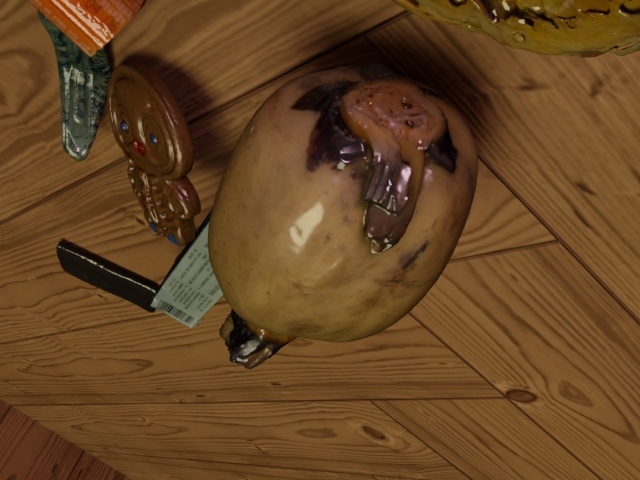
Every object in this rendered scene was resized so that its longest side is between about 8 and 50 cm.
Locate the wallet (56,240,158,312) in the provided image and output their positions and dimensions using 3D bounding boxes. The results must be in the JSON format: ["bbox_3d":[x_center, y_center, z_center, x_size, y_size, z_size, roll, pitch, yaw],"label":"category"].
[{"bbox_3d":[-0.298,0.053,1.230,0.156,0.018,0.082,24,151,4],"label":"wallet"}]

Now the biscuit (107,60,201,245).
[{"bbox_3d":[-0.153,-0.076,0.797,0.124,0.026,0.175,24,132,46],"label":"biscuit"}]

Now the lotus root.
[{"bbox_3d":[0.000,0.000,0.684,0.182,0.183,0.310,28,134,-3],"label":"lotus root"}]

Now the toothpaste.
[{"bbox_3d":[-0.106,0.008,0.923,0.067,0.081,0.336,32,152,-9],"label":"toothpaste"}]

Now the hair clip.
[{"bbox_3d":[-0.224,-0.154,0.797,0.066,0.036,0.229,21,146,3],"label":"hair clip"}]

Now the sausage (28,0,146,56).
[{"bbox_3d":[-0.231,-0.237,0.626,0.071,0.071,0.234,-9,136,48],"label":"sausage"}]

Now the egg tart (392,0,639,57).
[{"bbox_3d":[0.078,-0.200,0.385,0.297,0.132,0.297,34,164,11],"label":"egg tart"}]
